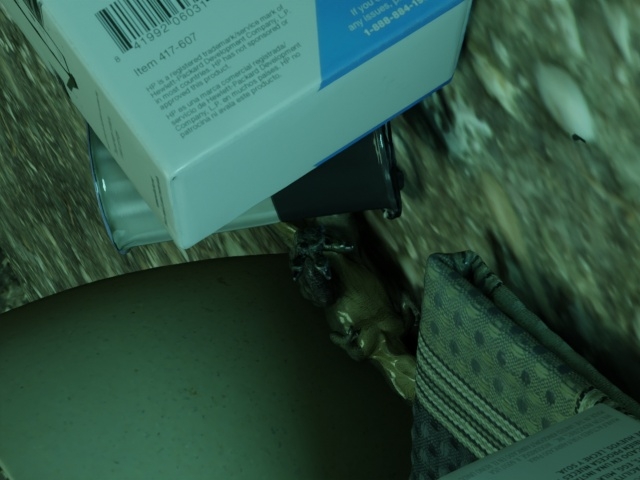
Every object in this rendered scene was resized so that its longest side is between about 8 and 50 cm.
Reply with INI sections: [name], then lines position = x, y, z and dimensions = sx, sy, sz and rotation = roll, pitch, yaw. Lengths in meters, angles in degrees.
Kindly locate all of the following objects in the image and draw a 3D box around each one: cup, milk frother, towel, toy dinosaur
[cup]
position = -0.056, 0.140, 1.135
dimensions = 0.331, 0.237, 0.331
rotation = 52, 167, 16
[milk frother]
position = -0.030, -0.039, 0.885
dimensions = 0.143, 0.135, 0.129
rotation = 76, -172, -45
[towel]
position = 0.148, 0.198, 0.854
dimensions = 0.324, 0.056, 0.312
rotation = 42, 142, 42
[toy dinosaur]
position = 0.000, 0.000, 1.034
dimensions = 0.268, 0.064, 0.118
rotation = 53, 172, 29

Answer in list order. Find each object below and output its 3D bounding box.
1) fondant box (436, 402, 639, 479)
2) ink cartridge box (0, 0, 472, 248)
[fondant box]
position = 0.182, 0.231, 0.656
dimensions = 0.330, 0.096, 0.238
rotation = 28, 131, 53
[ink cartridge box]
position = -0.056, -0.124, 0.765
dimensions = 0.203, 0.148, 0.086
rotation = 54, 167, 17
